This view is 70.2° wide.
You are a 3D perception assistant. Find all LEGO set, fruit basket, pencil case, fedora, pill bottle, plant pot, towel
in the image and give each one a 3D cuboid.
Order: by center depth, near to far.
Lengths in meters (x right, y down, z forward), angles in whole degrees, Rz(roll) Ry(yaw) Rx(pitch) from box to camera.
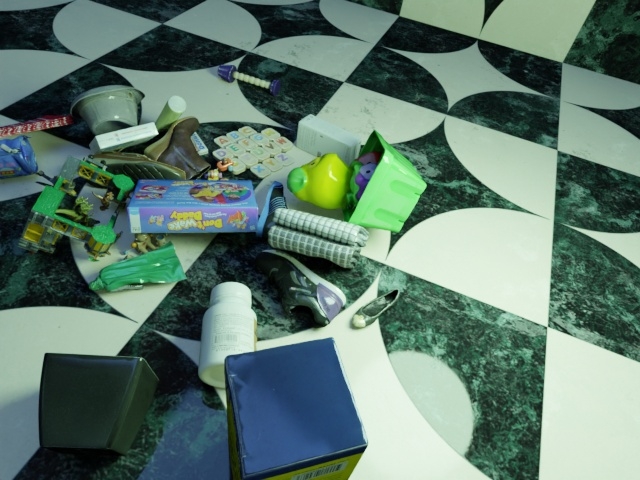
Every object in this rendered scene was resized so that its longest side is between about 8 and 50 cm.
[{"bbox_3d":[-0.455,0.338,0.920,0.188,0.187,0.166,6,58,-5],"label":"plant pot"},{"bbox_3d":[-0.219,0.221,1.094,0.131,0.131,0.229,1,47,-9],"label":"pill bottle"},{"bbox_3d":[0.000,0.000,1.267,0.235,0.284,0.121,14,89,11],"label":"towel"},{"bbox_3d":[-0.690,-0.069,1.292,0.255,0.192,0.331,20,42,-33],"label":"LEGO set"},{"bbox_3d":[-1.037,-0.240,1.384,0.306,0.133,0.119,-14,87,-21],"label":"pencil case"},{"bbox_3d":[0.098,-0.201,1.417,0.392,0.282,0.392,24,21,-10],"label":"fruit basket"},{"bbox_3d":[-0.992,-0.378,1.506,0.199,0.031,0.275,9,27,33],"label":"towel"},{"bbox_3d":[-0.716,-0.429,1.577,0.244,0.275,0.124,-22,92,1],"label":"fedora"}]

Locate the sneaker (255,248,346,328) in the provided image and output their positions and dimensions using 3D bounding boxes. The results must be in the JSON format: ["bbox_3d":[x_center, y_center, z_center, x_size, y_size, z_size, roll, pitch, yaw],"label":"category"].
[{"bbox_3d":[-0.078,0.129,1.229,0.283,0.107,0.124,29,55,17],"label":"sneaker"}]

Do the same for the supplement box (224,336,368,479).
[{"bbox_3d":[-0.065,0.364,0.832,0.195,0.356,0.194,-7,49,-16],"label":"supplement box"}]

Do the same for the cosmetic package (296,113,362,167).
[{"bbox_3d":[0.029,-0.366,1.700,0.231,0.117,0.085,29,50,18],"label":"cosmetic package"}]

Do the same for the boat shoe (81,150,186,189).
[{"bbox_3d":[-0.594,-0.232,1.463,0.324,0.122,0.119,9,41,-2],"label":"boat shoe"}]

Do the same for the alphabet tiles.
[{"bbox_3d":[-0.247,-0.336,1.687,0.284,0.021,0.278,-33,60,-33],"label":"alphabet tiles"}]

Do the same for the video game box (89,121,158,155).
[{"bbox_3d":[-0.660,-0.337,1.518,0.187,0.048,0.205,-27,16,-28],"label":"video game box"}]

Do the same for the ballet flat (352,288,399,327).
[{"bbox_3d":[0.152,0.181,1.253,0.173,0.049,0.057,-31,58,-32],"label":"ballet flat"}]

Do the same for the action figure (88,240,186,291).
[{"bbox_3d":[-0.495,0.088,1.217,0.232,0.063,0.137,-16,54,-28],"label":"action figure"}]

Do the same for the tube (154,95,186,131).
[{"bbox_3d":[-0.541,-0.434,1.610,0.070,0.240,0.062,15,72,-29],"label":"tube"}]

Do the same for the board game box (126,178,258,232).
[{"bbox_3d":[-0.370,-0.107,1.353,0.347,0.078,0.233,-1,27,-13],"label":"board game box"}]

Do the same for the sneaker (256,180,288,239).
[{"bbox_3d":[-0.135,-0.092,1.443,0.091,0.081,0.232,13,53,-1],"label":"sneaker"}]

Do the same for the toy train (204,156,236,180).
[{"bbox_3d":[-0.321,-0.223,1.536,0.125,0.046,0.166,-27,59,-19],"label":"toy train"}]

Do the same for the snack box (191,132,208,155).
[{"bbox_3d":[-0.479,-0.370,1.676,0.064,0.022,0.178,-22,54,-25],"label":"snack box"}]

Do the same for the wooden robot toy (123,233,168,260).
[{"bbox_3d":[-0.491,-0.002,1.291,0.076,0.079,0.173,32,50,19],"label":"wooden robot toy"}]

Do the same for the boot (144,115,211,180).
[{"bbox_3d":[-0.456,-0.308,1.577,0.207,0.090,0.248,35,62,12],"label":"boot"}]

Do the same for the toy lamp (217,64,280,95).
[{"bbox_3d":[-0.315,-0.701,1.980,0.275,0.080,0.080,21,47,8],"label":"toy lamp"}]
